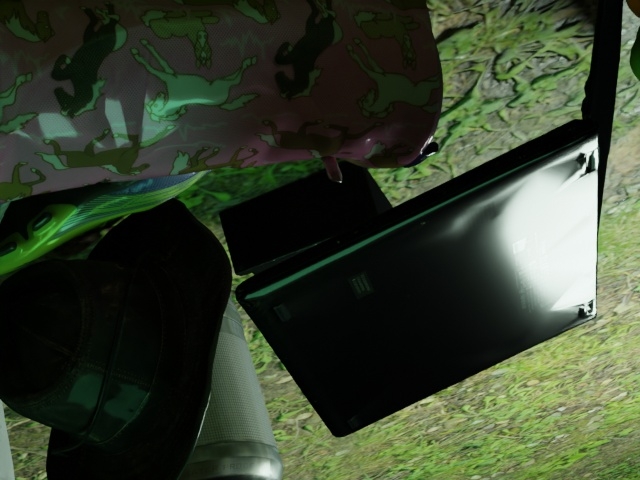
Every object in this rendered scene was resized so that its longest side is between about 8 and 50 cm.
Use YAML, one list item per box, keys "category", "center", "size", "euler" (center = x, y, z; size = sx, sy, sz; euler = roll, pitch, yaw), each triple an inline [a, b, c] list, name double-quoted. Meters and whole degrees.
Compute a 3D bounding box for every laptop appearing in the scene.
- category: "laptop"
  center: [0.119, -0.070, 1.095]
  size: [0.408, 0.236, 0.382]
  euler: [-26, 155, 0]

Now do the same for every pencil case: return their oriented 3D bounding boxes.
- category: "pencil case"
  center: [-0.101, -0.113, 1.019]
  size: [0.386, 0.167, 0.160]
  euler: [-6, -168, -23]

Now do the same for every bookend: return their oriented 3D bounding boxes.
- category: "bookend"
  center: [0.000, 0.000, 1.420]
  size: [0.156, 0.072, 0.157]
  euler: [-21, 156, 10]

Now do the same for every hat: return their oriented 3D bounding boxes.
- category: "hat"
  center: [-0.218, 0.092, 1.201]
  size: [0.134, 0.331, 0.331]
  euler: [19, 139, -32]

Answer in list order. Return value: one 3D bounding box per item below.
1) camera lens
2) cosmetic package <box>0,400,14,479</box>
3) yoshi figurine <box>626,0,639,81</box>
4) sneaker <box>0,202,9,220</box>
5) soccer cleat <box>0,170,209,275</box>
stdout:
- category: "camera lens"
  center: [-0.171, 0.172, 1.421]
  size: [0.219, 0.274, 0.219]
  euler: [-15, 156, -7]
- category: "cosmetic package"
  center: [-0.458, 0.218, 1.473]
  size: [0.184, 0.151, 0.151]
  euler: [-27, 153, 19]
- category: "yoshi figurine"
  center: [0.416, -0.219, 1.091]
  size: [0.204, 0.203, 0.362]
  euler: [-10, 157, -40]
- category: "sneaker"
  center: [-0.296, -0.013, 1.076]
  size: [0.228, 0.087, 0.092]
  euler: [-55, 154, -16]
- category: "soccer cleat"
  center: [-0.212, -0.032, 1.187]
  size: [0.289, 0.093, 0.121]
  euler: [-27, 156, 18]
